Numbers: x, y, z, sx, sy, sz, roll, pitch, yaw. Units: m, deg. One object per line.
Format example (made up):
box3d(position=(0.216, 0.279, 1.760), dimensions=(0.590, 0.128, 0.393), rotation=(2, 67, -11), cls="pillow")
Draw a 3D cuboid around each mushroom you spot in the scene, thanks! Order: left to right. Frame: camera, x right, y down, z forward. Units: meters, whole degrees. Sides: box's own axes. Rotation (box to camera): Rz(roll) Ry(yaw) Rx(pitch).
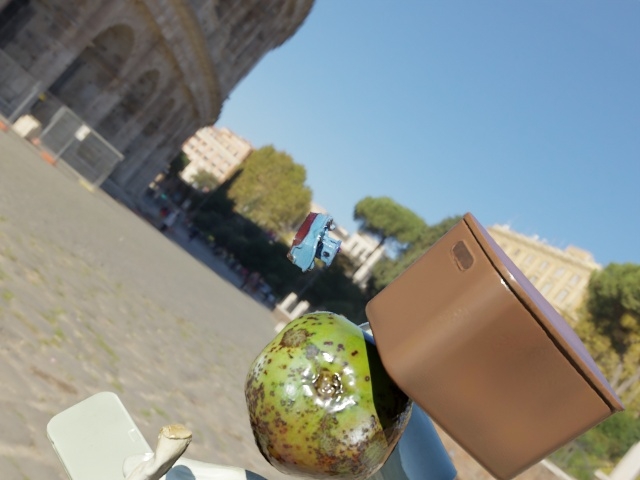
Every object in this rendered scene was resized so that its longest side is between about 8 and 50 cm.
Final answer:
box3d(position=(-0.291, 0.388, 1.396), dimensions=(0.054, 0.202, 0.059), rotation=(42, 8, 30), cls="mushroom")

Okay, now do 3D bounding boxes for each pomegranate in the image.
box3d(position=(0.004, 0.281, 1.414), dimensions=(0.285, 0.285, 0.341), rotation=(40, -18, 8), cls="pomegranate")

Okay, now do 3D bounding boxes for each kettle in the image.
box3d(position=(0.057, 0.403, 1.801), dimensions=(0.250, 0.361, 0.377), rotation=(18, 48, -80), cls="kettle")

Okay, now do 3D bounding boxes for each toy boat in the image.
box3d(position=(0.000, 0.000, 1.703), dimensions=(0.097, 0.100, 0.223), rotation=(26, 22, 1), cls="toy boat")

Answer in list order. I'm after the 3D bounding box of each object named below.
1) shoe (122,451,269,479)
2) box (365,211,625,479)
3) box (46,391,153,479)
box3d(position=(-0.229, 0.505, 1.554), dimensions=(0.316, 0.159, 0.124), rotation=(19, -38, -16), cls="shoe")
box3d(position=(0.260, 0.173, 1.279), dimensions=(0.339, 0.229, 0.239), rotation=(45, 13, -24), cls="box")
box3d(position=(-0.458, 0.592, 1.906), dimensions=(0.352, 0.177, 0.344), rotation=(40, -34, 43), cls="box")
